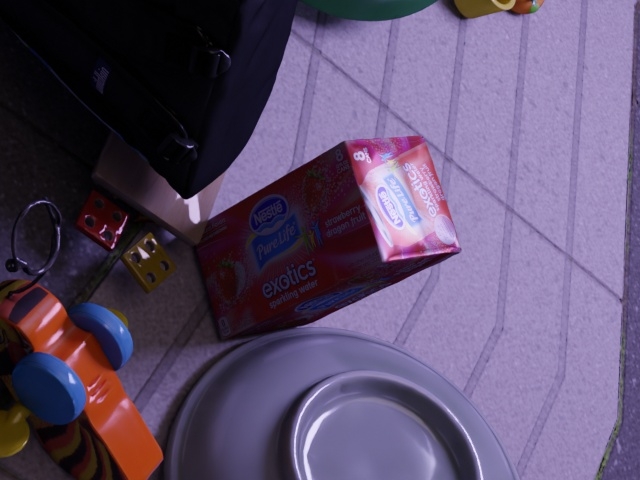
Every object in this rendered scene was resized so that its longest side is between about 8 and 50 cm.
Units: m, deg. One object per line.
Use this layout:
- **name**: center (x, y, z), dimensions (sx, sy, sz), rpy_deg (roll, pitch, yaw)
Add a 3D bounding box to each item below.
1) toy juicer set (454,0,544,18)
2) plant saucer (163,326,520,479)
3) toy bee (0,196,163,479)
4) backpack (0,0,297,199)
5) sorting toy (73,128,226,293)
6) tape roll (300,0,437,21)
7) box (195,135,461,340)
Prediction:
- **toy juicer set**: center (0.239, -0.456, 2.095), dimensions (0.209, 0.089, 0.329), rpy_deg (-4, 78, -47)
- **plant saucer**: center (0.049, 0.243, 1.540), dimensions (0.400, 0.100, 0.400), rpy_deg (14, 52, -19)
- **toy bee**: center (-0.252, 0.094, 1.414), dimensions (0.195, 0.162, 0.298), rpy_deg (-22, 111, -53)
- **backpack**: center (-0.191, -0.267, 1.522), dimensions (0.356, 0.290, 0.273), rpy_deg (29, 46, 10)
- **sorting toy**: center (-0.172, -0.068, 1.607), dimensions (0.132, 0.046, 0.274), rpy_deg (35, 51, -24)
- **tape roll**: center (0.053, -0.424, 1.862), dimensions (0.321, 0.077, 0.321), rpy_deg (4, 76, -16)
- **box**: center (0.000, 0.000, 1.578), dimensions (0.123, 0.257, 0.128), rpy_deg (-7, 75, -45)
